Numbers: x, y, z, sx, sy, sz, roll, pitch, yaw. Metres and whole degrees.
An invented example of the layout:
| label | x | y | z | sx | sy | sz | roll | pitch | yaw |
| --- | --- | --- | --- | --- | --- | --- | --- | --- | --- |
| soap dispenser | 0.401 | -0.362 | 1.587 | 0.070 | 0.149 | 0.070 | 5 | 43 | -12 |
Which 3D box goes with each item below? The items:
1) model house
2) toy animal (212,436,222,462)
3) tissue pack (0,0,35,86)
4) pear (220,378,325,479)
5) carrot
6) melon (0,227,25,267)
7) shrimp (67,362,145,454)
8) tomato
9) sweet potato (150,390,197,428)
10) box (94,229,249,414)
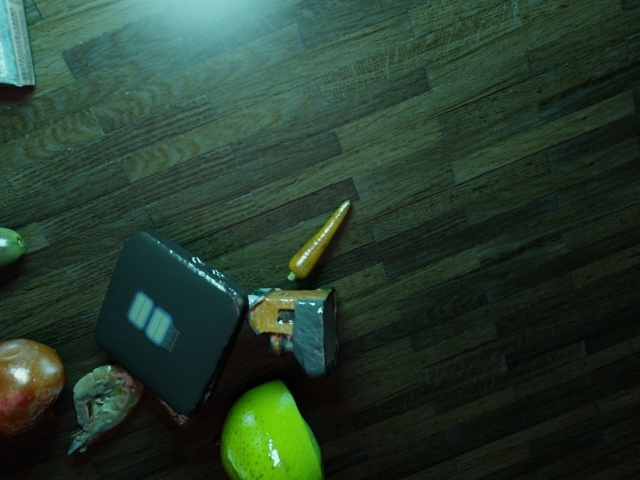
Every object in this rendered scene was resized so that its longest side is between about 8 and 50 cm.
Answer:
| label | x | y | z | sx | sy | sz | roll | pitch | yaw |
| --- | --- | --- | --- | --- | --- | --- | --- | --- | --- |
| model house | -0.107 | 0.211 | 1.138 | 0.301 | 0.271 | 0.190 | 4 | 94 | 8 |
| toy animal | -0.265 | 0.633 | 1.358 | 0.065 | 0.047 | 0.136 | -22 | 105 | -8 |
| tissue pack | -0.714 | -0.467 | 0.895 | 0.228 | 0.103 | 0.316 | -1 | 110 | -9 |
| pear | -0.121 | 0.597 | 1.212 | 0.238 | 0.318 | 0.342 | -15 | 109 | -23 |
| carrot | 0.000 | 0.000 | 1.178 | 0.061 | 0.061 | 0.257 | 37 | 91 | -17 |
| melon | -0.773 | 0.020 | 1.058 | 0.162 | 0.099 | 0.099 | -7 | 110 | -6 |
| shrimp | -0.613 | 0.459 | 1.249 | 0.164 | 0.062 | 0.317 | 40 | 96 | -13 |
| tomato | -0.754 | 0.358 | 1.121 | 0.232 | 0.188 | 0.232 | -2 | 99 | -10 |
| sweet potato | -0.414 | 0.424 | 1.262 | 0.081 | 0.062 | 0.233 | -26 | 107 | -14 |
| box | -0.359 | 0.190 | 1.090 | 0.350 | 0.091 | 0.359 | 31 | 109 | 15 |
